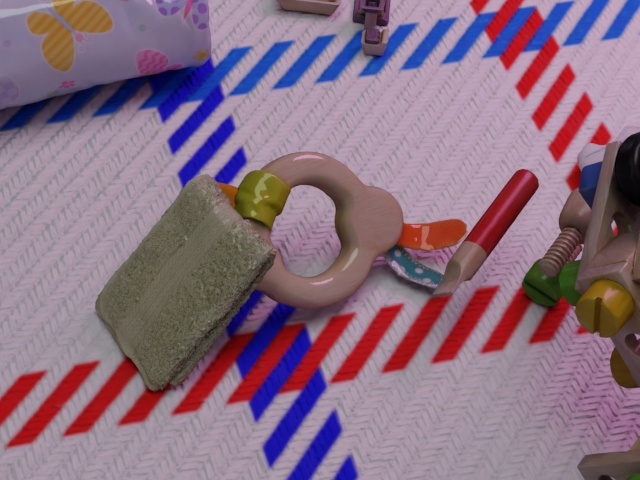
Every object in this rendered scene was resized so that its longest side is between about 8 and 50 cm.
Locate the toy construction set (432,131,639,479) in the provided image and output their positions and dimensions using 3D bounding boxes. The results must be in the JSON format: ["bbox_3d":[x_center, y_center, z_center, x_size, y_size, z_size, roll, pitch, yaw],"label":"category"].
[{"bbox_3d":[0.218,0.069,1.069,0.308,0.257,0.237,16,52,37],"label":"toy construction set"}]

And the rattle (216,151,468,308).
[{"bbox_3d":[0.000,0.000,1.225,0.199,0.142,0.130,-2,72,-33],"label":"rattle"}]

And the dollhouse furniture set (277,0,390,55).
[{"bbox_3d":[0.012,-0.238,1.400,0.114,0.081,0.091,7,48,1],"label":"dollhouse furniture set"}]

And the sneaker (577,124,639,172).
[{"bbox_3d":[0.298,-0.081,1.306,0.152,0.054,0.061,-16,49,-17],"label":"sneaker"}]

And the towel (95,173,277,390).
[{"bbox_3d":[-0.107,0.032,1.134,0.148,0.027,0.110,-50,60,11],"label":"towel"}]

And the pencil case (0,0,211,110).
[{"bbox_3d":[-0.233,-0.180,1.310,0.273,0.124,0.114,-16,93,-17],"label":"pencil case"}]
